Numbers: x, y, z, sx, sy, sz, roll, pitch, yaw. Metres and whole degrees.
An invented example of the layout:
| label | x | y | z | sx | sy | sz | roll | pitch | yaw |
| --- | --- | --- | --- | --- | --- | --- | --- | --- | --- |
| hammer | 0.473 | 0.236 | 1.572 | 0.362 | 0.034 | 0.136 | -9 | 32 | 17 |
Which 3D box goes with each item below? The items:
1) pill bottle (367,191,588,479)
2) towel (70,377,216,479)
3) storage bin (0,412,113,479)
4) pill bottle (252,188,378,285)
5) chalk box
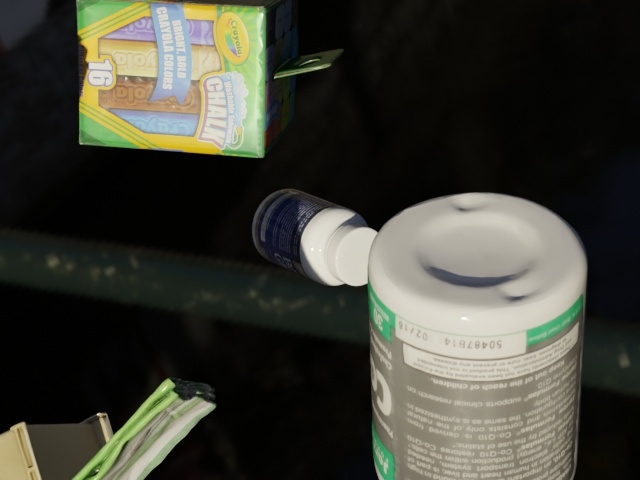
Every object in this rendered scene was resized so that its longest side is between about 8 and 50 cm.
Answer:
| label | x | y | z | sx | sy | sz | roll | pitch | yaw |
| --- | --- | --- | --- | --- | --- | --- | --- | --- | --- |
| pill bottle | 0.151 | 0.152 | 1.699 | 0.204 | 0.361 | 0.204 | -2 | 35 | 1 |
| towel | -0.129 | 0.149 | 1.291 | 0.023 | 0.152 | 0.113 | 42 | 90 | 8 |
| storage bin | -0.275 | 0.311 | 1.452 | 0.262 | 0.123 | 0.260 | -26 | 73 | 21 |
| pill bottle | 0.000 | 0.000 | 2.051 | 0.094 | 0.094 | 0.169 | -37 | 30 | -21 |
| chalk box | -0.122 | -0.206 | 2.058 | 0.289 | 0.179 | 0.180 | 6 | 18 | 11 |
